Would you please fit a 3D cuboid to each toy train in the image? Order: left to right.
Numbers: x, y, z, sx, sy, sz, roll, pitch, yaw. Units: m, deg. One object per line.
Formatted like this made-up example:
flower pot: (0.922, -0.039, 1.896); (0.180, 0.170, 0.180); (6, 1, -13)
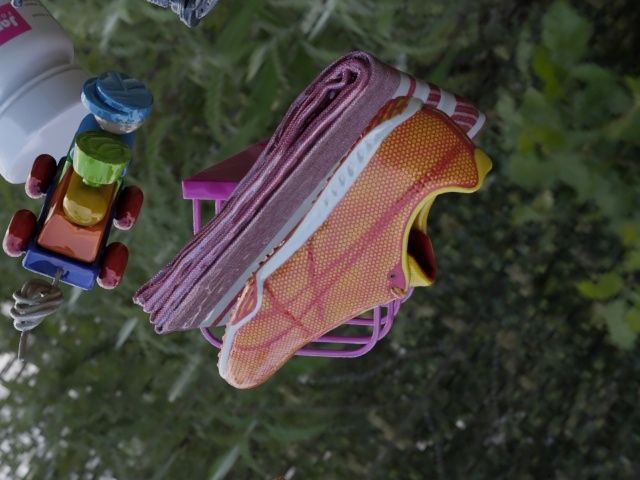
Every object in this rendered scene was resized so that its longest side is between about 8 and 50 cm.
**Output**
toy train: (-0.199, -0.027, 1.105); (0.105, 0.143, 0.248); (20, -145, -12)

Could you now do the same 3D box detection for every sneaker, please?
sneaker: (0.010, 0.015, 0.600); (0.067, 0.175, 0.064); (39, -148, 0)

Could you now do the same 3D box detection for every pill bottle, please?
pill bottle: (-0.361, -0.207, 1.378); (0.283, 0.160, 0.160); (48, -168, 7)

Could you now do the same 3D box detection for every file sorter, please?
file sorter: (0.000, 0.000, 1.413); (0.202, 0.182, 0.291); (2, -167, 14)

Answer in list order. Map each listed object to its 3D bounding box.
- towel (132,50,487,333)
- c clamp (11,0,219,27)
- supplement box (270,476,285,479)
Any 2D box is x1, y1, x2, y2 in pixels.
towel: (0.009, -0.032, 1.016); (0.037, 0.237, 0.329); (45, -166, 15)
c clamp: (-0.122, -0.166, 0.763); (0.161, 0.022, 0.137); (20, 149, 15)
supplement box: (-0.035, 0.326, 1.206); (0.233, 0.080, 0.078); (-108, -1, -57)
